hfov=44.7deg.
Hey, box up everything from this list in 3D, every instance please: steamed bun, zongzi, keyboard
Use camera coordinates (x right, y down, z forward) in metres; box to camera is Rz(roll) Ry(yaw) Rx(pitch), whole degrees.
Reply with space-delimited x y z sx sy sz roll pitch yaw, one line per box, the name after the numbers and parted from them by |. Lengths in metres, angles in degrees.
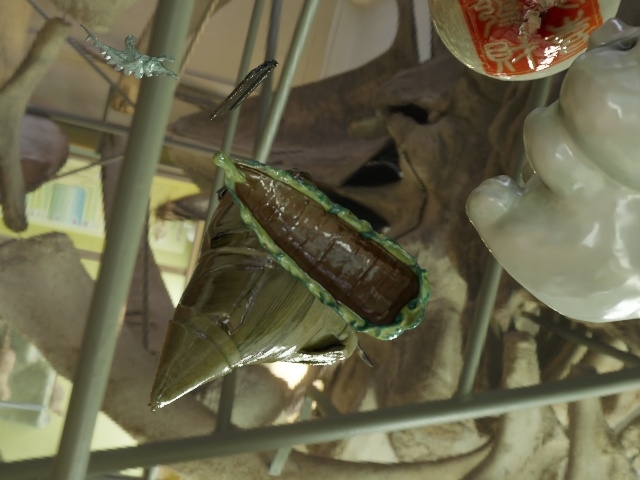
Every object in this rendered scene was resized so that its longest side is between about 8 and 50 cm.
0.393 -0.467 1.470 0.241 0.375 0.374 -95 -158 -50 | steamed bun
-0.092 0.193 1.332 0.467 0.218 0.500 -63 144 -32 | zongzi
-0.137 -0.261 1.351 0.018 0.060 0.195 57 -33 -2 | keyboard

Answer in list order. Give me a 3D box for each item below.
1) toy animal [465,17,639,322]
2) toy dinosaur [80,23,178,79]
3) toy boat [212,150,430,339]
0.316 -0.083 0.675 0.196 0.241 0.367 -34 159 -47 | toy animal
-0.371 -0.355 1.502 0.082 0.209 0.039 -31 -134 41 | toy dinosaur
-0.002 -0.001 0.891 0.108 0.293 0.099 -51 178 -5 | toy boat
